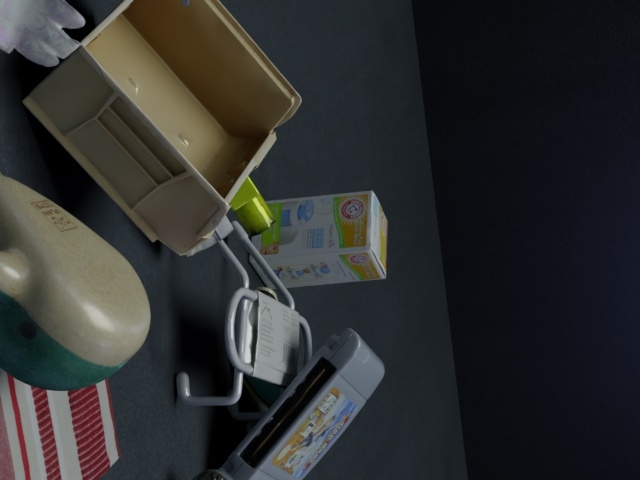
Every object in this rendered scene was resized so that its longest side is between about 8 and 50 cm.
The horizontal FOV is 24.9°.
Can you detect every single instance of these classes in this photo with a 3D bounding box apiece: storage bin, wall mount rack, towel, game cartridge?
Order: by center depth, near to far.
[{"bbox_3d":[-0.304,0.167,1.542,0.329,0.037,0.237,-24,107,-75],"label":"towel"},{"bbox_3d":[-0.172,-0.159,1.698,0.260,0.123,0.262,48,35,-14],"label":"storage bin"},{"bbox_3d":[-0.116,0.095,2.068,0.350,0.130,0.304,37,53,-69],"label":"wall mount rack"},{"bbox_3d":[-0.023,0.269,2.125,0.297,0.062,0.198,-50,153,-4],"label":"game cartridge"}]

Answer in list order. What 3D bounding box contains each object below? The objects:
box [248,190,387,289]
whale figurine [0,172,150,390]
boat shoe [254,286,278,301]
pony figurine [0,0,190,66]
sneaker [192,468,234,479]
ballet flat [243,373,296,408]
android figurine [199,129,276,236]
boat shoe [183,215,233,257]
[{"bbox_3d":[0.000,0.000,2.336,0.103,0.203,0.114,60,29,-56],"label":"box"},{"bbox_3d":[-0.294,0.032,1.414,0.272,0.141,0.216,46,16,4],"label":"whale figurine"},{"bbox_3d":[-0.077,0.124,2.319,0.133,0.049,0.042,59,35,-52],"label":"boat shoe"},{"bbox_3d":[-0.302,-0.355,1.375,0.351,0.303,0.363,28,56,-33],"label":"pony figurine"},{"bbox_3d":[-0.137,0.407,1.985,0.125,0.104,0.262,-102,-178,-60],"label":"sneaker"},{"bbox_3d":[-0.062,0.241,2.245,0.231,0.077,0.077,40,58,-20],"label":"ballet flat"},{"bbox_3d":[-0.155,-0.133,1.940,0.273,0.056,0.248,56,0,-17],"label":"android figurine"},{"bbox_3d":[-0.206,-0.074,1.857,0.096,0.088,0.267,48,-6,39],"label":"boat shoe"}]
